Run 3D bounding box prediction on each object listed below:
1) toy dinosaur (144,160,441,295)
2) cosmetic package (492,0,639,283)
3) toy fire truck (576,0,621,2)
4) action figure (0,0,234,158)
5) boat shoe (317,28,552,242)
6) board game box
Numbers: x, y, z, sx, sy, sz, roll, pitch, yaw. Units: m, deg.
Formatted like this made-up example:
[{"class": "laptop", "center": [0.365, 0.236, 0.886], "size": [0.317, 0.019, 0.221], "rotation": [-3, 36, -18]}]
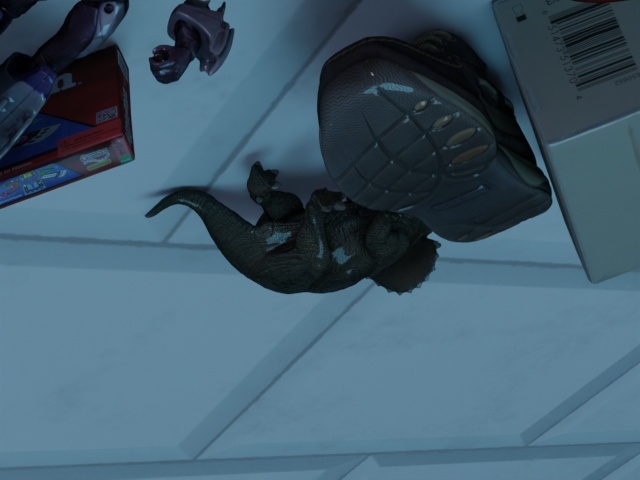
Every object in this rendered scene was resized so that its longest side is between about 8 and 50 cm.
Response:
[{"class": "toy dinosaur", "center": [0.000, 0.000, 1.365], "size": [0.314, 0.121, 0.160], "rotation": [-11, 139, -22]}, {"class": "cosmetic package", "center": [0.254, -0.098, 1.298], "size": [0.129, 0.153, 0.296], "rotation": [-21, 154, 8]}, {"class": "toy fire truck", "center": [0.090, -0.226, 0.982], "size": [0.302, 0.169, 0.254], "rotation": [-1, 167, -27]}, {"class": "action figure", "center": [-0.151, -0.162, 0.958], "size": [0.285, 0.099, 0.185], "rotation": [-34, 107, 29]}, {"class": "boat shoe", "center": [0.082, -0.098, 1.224], "size": [0.132, 0.130, 0.355], "rotation": [-22, 158, 16]}, {"class": "board game box", "center": [-0.273, -0.056, 1.084], "size": [0.281, 0.145, 0.027], "rotation": [-20, 123, 3]}]
